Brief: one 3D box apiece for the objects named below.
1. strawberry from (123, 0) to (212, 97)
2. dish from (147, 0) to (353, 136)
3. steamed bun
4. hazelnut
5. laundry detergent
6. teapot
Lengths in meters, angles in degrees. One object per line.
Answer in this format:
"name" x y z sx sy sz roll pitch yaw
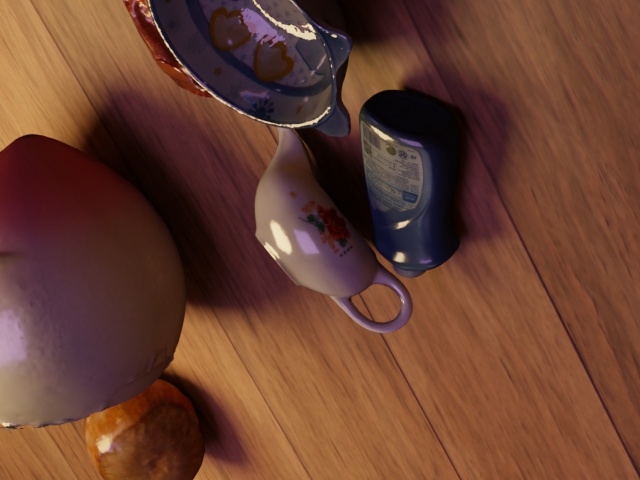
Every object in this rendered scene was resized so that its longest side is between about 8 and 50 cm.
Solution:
"strawberry" -0.134 -0.196 1.833 0.152 0.048 0.104 36 142 7
"dish" -0.040 -0.204 1.687 0.228 0.086 0.236 -3 130 49
"steamed bun" -0.293 0.025 2.037 0.309 0.309 0.309 27 142 24
"hazelnut" -0.216 0.232 2.291 0.150 0.150 0.150 27 142 24
"laundry detergent" 0.082 -0.039 1.759 0.096 0.061 0.206 23 141 25
"teapot" 0.000 0.000 1.834 0.226 0.092 0.145 51 -177 0
